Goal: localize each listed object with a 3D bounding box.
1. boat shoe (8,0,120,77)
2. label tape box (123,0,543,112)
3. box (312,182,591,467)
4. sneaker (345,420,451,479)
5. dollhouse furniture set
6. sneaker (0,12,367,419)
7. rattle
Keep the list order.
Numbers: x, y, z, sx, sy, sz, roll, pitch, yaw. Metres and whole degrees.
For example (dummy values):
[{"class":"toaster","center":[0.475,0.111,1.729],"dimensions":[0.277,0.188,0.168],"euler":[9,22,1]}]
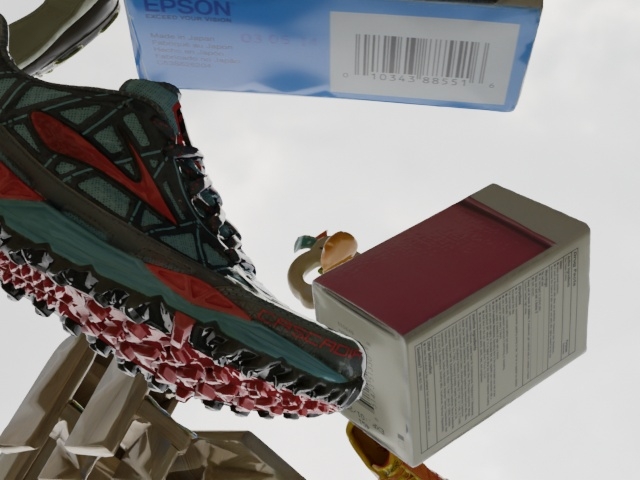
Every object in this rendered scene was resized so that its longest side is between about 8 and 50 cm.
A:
[{"class":"boat shoe","center":[-0.330,-0.238,1.384],"dimensions":[0.081,0.069,0.228],"euler":[32,-112,33]},{"class":"label tape box","center":[0.018,-0.253,0.755],"dimensions":[0.240,0.106,0.334],"euler":[4,-120,3]},{"class":"box","center":[0.123,0.070,1.049],"dimensions":[0.232,0.149,0.127],"euler":[-27,-142,-30]},{"class":"sneaker","center":[0.087,0.254,1.221],"dimensions":[0.175,0.064,0.067],"euler":[44,-168,11]},{"class":"dollhouse furniture set","center":[-0.164,0.220,1.293],"dimensions":[0.394,0.362,0.256],"euler":[-10,-136,45]},{"class":"sneaker","center":[-0.081,-0.017,0.522],"dimensions":[0.261,0.104,0.125],"euler":[31,-113,-3]},{"class":"rattle","center":[0.000,0.000,1.695],"dimensions":[0.130,0.143,0.200],"euler":[-19,-143,11]}]
